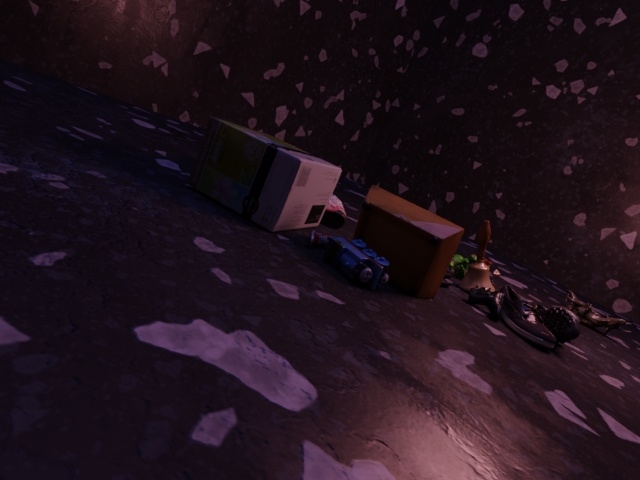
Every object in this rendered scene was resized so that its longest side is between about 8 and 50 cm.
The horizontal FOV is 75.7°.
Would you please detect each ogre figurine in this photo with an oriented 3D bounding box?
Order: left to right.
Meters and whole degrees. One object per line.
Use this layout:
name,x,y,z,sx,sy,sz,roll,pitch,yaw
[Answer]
ogre figurine,0.583,0.114,1.623,0.196,0.097,0.118,10,30,9

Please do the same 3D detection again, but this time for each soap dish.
soap dish,0.220,0.008,1.153,0.290,0.229,0.118,31,32,27

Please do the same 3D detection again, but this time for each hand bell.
hand bell,0.555,0.050,1.428,0.126,0.242,0.126,3,13,-1

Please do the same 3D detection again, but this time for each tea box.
tea box,-0.160,-0.198,1.273,0.323,0.220,0.329,27,14,17

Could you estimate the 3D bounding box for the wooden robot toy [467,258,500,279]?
wooden robot toy,0.731,0.122,1.889,0.079,0.076,0.173,-2,27,-38

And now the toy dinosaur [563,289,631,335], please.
toy dinosaur,1.168,0.323,1.815,0.160,0.121,0.313,33,6,-13

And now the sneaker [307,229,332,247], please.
sneaker,0.000,0.000,1.166,0.066,0.042,0.118,20,11,0

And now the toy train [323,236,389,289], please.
toy train,0.093,0.055,1.049,0.105,0.080,0.184,2,26,-36

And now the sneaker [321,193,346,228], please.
sneaker,-0.028,-0.145,1.531,0.269,0.090,0.145,27,25,-12

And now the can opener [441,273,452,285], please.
can opener,0.373,0.120,1.321,0.073,0.059,0.186,0,-17,43

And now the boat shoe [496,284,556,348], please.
boat shoe,0.609,0.219,1.242,0.102,0.093,0.285,23,14,-11

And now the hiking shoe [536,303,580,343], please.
hiking shoe,0.723,0.262,1.243,0.114,0.086,0.227,41,3,-2

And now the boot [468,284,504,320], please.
boot,0.505,0.191,1.263,0.099,0.045,0.121,9,40,25

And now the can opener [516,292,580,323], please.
can opener,0.770,0.243,1.452,0.074,0.093,0.280,12,13,-37

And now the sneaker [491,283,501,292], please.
sneaker,0.650,0.201,1.473,0.089,0.051,0.170,7,17,-37
